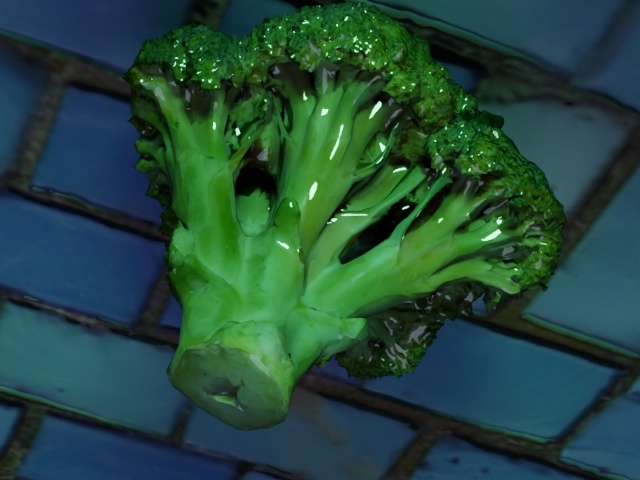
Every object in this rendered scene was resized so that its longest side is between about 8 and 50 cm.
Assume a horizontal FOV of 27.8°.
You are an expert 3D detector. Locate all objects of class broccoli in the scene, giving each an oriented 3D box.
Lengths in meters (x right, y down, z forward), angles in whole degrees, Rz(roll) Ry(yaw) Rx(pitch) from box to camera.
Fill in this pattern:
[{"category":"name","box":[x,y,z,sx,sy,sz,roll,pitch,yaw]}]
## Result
[{"category":"broccoli","box":[0.000,0.000,0.747,0.269,0.269,0.254,-9,125,9]}]
